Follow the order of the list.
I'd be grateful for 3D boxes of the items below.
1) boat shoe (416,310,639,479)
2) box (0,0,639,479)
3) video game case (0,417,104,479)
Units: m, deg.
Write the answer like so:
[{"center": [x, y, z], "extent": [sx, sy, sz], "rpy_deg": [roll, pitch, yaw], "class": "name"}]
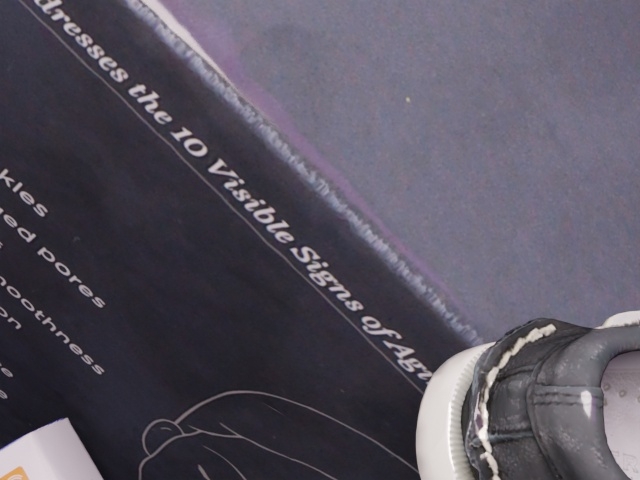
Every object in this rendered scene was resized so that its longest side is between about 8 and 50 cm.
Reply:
[{"center": [0.183, 0.095, 0.501], "extent": [0.302, 0.091, 0.114], "rpy_deg": [10, 71, -27], "class": "boat shoe"}, {"center": [0.000, 0.000, 0.765], "extent": [0.480, 0.471, 0.297], "rpy_deg": [45, 57, -11], "class": "box"}, {"center": [-0.190, 0.267, 0.729], "extent": [0.269, 0.061, 0.244], "rpy_deg": [-32, 85, 8], "class": "video game case"}]
